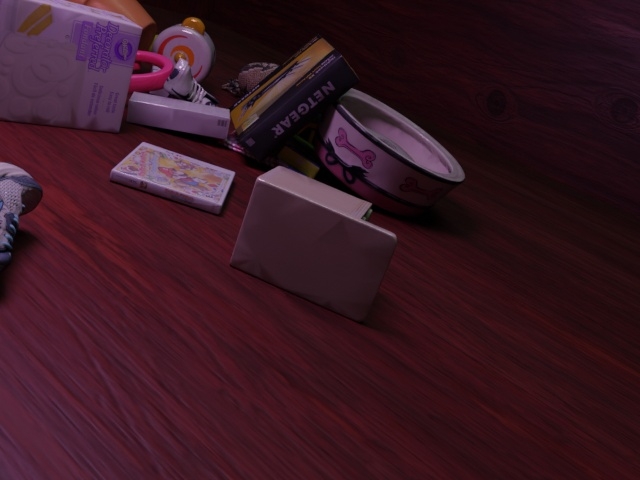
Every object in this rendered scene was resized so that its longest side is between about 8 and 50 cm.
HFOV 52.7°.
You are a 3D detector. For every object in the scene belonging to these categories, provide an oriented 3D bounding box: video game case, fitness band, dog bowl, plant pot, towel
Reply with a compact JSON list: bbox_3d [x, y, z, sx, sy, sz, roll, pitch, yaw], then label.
[{"bbox_3d":[-0.280,-0.127,1.271,0.206,0.026,0.227,18,21,-7],"label":"video game case"},{"bbox_3d":[-0.527,-0.437,1.673,0.290,0.054,0.209,-10,35,-22],"label":"fitness band"},{"bbox_3d":[0.161,-0.219,1.653,0.407,0.150,0.408,29,25,-15],"label":"dog bowl"},{"bbox_3d":[-0.607,-0.597,1.840,0.203,0.291,0.291,36,19,-7],"label":"plant pot"},{"bbox_3d":[-0.155,-0.236,1.665,0.197,0.029,0.144,23,21,7],"label":"towel"}]

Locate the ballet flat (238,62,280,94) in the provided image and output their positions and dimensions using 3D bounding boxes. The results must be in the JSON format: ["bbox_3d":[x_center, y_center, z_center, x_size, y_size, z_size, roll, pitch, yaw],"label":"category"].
[{"bbox_3d":[-0.046,-0.428,2.079,0.482,0.164,0.182,24,29,-8],"label":"ballet flat"}]

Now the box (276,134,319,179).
[{"bbox_3d":[-0.057,-0.219,1.646,0.109,0.042,0.178,31,21,-16],"label":"box"}]

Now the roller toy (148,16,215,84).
[{"bbox_3d":[-0.431,-0.585,2.048,0.209,0.191,0.146,-24,21,9],"label":"roller toy"}]

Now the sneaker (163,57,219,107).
[{"bbox_3d":[-0.319,-0.370,1.671,0.153,0.094,0.235,28,-23,-8],"label":"sneaker"}]

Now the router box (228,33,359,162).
[{"bbox_3d":[-0.075,-0.355,1.586,0.081,0.308,0.243,47,8,-31],"label":"router box"}]

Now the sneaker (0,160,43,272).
[{"bbox_3d":[-0.409,-0.002,0.759,0.122,0.110,0.283,39,23,-2],"label":"sneaker"}]

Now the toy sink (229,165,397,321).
[{"bbox_3d":[0.000,0.000,1.033,0.234,0.153,0.131,22,20,8],"label":"toy sink"}]

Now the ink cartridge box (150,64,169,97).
[{"bbox_3d":[-0.450,-0.467,1.919,0.109,0.063,0.150,13,22,-21],"label":"ink cartridge box"}]

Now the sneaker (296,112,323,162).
[{"bbox_3d":[-0.040,-0.357,1.863,0.124,0.180,0.321,9,23,-29],"label":"sneaker"}]

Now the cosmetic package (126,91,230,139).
[{"bbox_3d":[-0.344,-0.305,1.582,0.238,0.061,0.099,9,24,-12],"label":"cosmetic package"}]

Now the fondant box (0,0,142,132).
[{"bbox_3d":[-0.547,-0.358,1.294,0.330,0.238,0.096,-2,30,-46],"label":"fondant box"}]

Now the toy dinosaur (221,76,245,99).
[{"bbox_3d":[-0.252,-0.498,2.203,0.268,0.064,0.118,34,17,25],"label":"toy dinosaur"}]
